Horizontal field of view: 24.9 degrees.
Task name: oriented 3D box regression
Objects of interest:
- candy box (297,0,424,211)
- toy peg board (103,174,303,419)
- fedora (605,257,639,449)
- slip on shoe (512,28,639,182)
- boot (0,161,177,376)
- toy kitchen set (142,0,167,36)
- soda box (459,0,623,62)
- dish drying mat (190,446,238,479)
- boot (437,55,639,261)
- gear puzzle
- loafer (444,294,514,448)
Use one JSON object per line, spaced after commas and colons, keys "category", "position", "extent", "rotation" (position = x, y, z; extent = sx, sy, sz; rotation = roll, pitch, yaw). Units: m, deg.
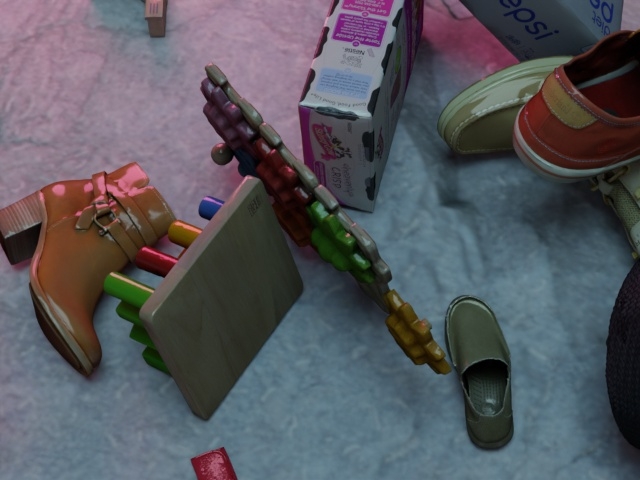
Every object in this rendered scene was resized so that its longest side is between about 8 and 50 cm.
{"category": "candy box", "position": [0.043, -0.168, 1.382], "extent": [0.071, 0.159, 0.233], "rotation": [10, 60, 9]}
{"category": "toy peg board", "position": [-0.106, 0.041, 1.269], "extent": [0.079, 0.161, 0.160], "rotation": [21, 61, 29]}
{"category": "fedora", "position": [0.340, 0.078, 1.213], "extent": [0.152, 0.334, 0.334], "rotation": [7, 55, 40]}
{"category": "slip on shoe", "position": [0.319, -0.149, 1.307], "extent": [0.331, 0.101, 0.123], "rotation": [-22, 63, -28]}
{"category": "boot", "position": [-0.197, 0.017, 1.327], "extent": [0.152, 0.073, 0.197], "rotation": [-22, 65, -17]}
{"category": "toy kitchen set", "position": [-0.202, -0.259, 1.487], "extent": [0.083, 0.068, 0.075], "rotation": [-1, 60, 0]}
{"category": "soda box", "position": [0.177, -0.272, 1.377], "extent": [0.091, 0.286, 0.098], "rotation": [-15, 50, 39]}
{"category": "dish drying mat", "position": [-0.083, 0.218, 1.244], "extent": [0.032, 0.008, 0.083], "rotation": [-20, 62, -10]}
{"category": "boot", "position": [0.258, -0.070, 1.363], "extent": [0.262, 0.095, 0.203], "rotation": [-9, 61, -13]}
{"category": "gear puzzle", "position": [0.000, 0.000, 1.279], "extent": [0.044, 0.175, 0.339], "rotation": [-38, 67, -8]}
{"category": "loafer", "position": [0.145, 0.108, 1.282], "extent": [0.056, 0.050, 0.148], "rotation": [-9, 60, -5]}
